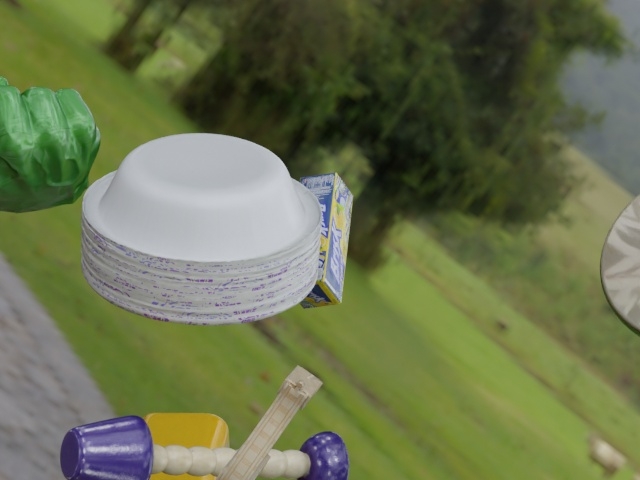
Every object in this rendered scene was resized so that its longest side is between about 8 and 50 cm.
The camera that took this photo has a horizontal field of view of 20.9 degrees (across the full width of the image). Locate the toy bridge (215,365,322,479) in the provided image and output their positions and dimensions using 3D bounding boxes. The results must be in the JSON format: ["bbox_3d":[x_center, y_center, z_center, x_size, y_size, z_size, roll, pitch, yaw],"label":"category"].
[{"bbox_3d":[-0.059,0.176,1.324,0.026,0.188,0.063,35,26,5],"label":"toy bridge"}]

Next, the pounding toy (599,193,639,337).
[{"bbox_3d":[0.366,0.016,1.609,0.183,0.236,0.110,6,-28,28],"label":"pounding toy"}]

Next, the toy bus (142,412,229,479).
[{"bbox_3d":[-0.160,0.306,1.774,0.108,0.130,0.332,2,21,3],"label":"toy bus"}]

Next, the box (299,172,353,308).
[{"bbox_3d":[0.000,0.000,2.211,0.054,0.168,0.059,-8,-36,23],"label":"box"}]

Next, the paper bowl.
[{"bbox_3d":[-0.140,-0.027,2.048,0.284,0.148,0.284,4,28,-2],"label":"paper bowl"}]

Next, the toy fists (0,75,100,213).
[{"bbox_3d":[-0.337,-0.085,1.551,0.279,0.096,0.142,-3,-16,-7],"label":"toy fists"}]

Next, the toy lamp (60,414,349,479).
[{"bbox_3d":[-0.108,0.205,1.617,0.275,0.080,0.080,9,19,-32],"label":"toy lamp"}]
